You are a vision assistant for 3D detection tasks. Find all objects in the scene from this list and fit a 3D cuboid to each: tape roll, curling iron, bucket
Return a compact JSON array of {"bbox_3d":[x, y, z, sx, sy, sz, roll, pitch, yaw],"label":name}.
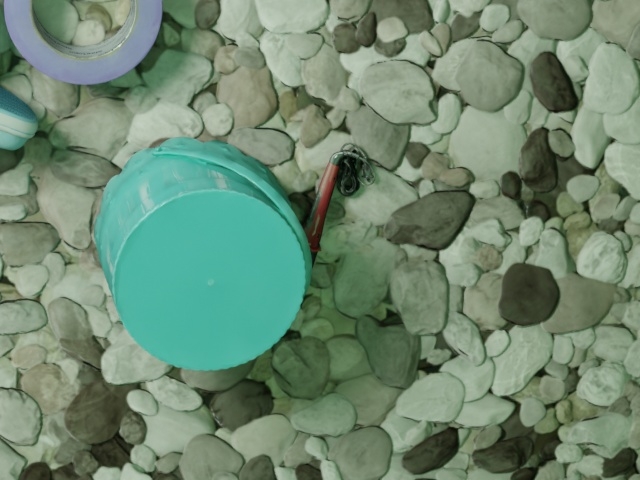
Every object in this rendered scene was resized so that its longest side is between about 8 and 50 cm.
[{"bbox_3d":[-0.288,-0.289,1.870,0.189,0.080,0.189,-3,109,-10],"label":"tape roll"},{"bbox_3d":[0.000,0.000,2.047,0.068,0.035,0.274,19,104,-16],"label":"curling iron"},{"bbox_3d":[-0.147,0.020,1.947,0.281,0.183,0.281,-4,111,-10],"label":"bucket"}]

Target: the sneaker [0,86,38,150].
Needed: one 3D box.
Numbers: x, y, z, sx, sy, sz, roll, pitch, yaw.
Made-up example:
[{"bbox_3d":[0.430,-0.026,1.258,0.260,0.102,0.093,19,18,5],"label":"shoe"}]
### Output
[{"bbox_3d":[-0.517,-0.119,1.865,0.319,0.127,0.208,17,105,-9],"label":"sneaker"}]
